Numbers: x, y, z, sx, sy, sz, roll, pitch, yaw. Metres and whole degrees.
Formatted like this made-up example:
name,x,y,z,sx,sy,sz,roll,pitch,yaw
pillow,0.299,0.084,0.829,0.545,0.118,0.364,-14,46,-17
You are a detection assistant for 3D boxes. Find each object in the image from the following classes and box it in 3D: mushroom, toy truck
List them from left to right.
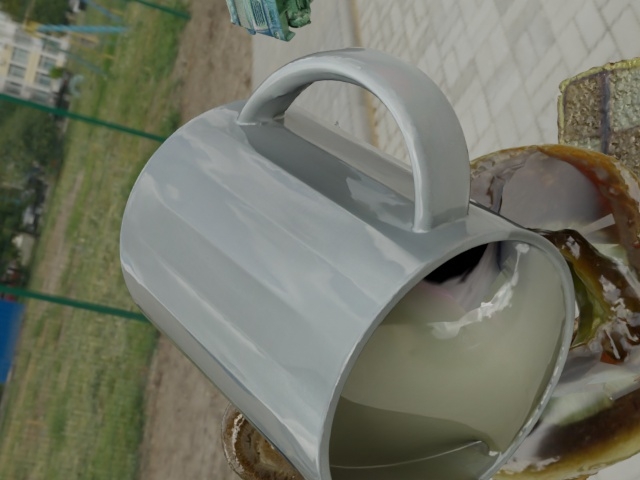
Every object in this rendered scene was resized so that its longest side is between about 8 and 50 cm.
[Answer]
name,x,y,z,sx,sy,sz,roll,pitch,yaw
mushroom,-0.037,0.193,0.859,0.109,0.126,0.085,-30,18,19
toy truck,-0.022,-0.264,0.804,0.175,0.081,0.067,-55,-31,-31

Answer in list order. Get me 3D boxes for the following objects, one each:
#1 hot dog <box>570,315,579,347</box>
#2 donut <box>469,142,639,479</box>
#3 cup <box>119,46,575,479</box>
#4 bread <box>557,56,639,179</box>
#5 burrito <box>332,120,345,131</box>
name,x,y,z,sx,sy,sz,roll,pitch,yaw
hot dog,0.254,0.163,0.945,0.249,0.076,0.102,-32,36,-4
donut,0.220,0.077,0.842,0.160,0.329,0.330,43,-137,-60
cup,0.000,0.000,0.668,0.327,0.236,0.323,36,135,45
bread,0.415,-0.137,1.173,0.181,0.096,0.222,-14,67,45
burrito,0.004,-0.050,1.421,0.139,0.101,0.446,72,-161,-53
